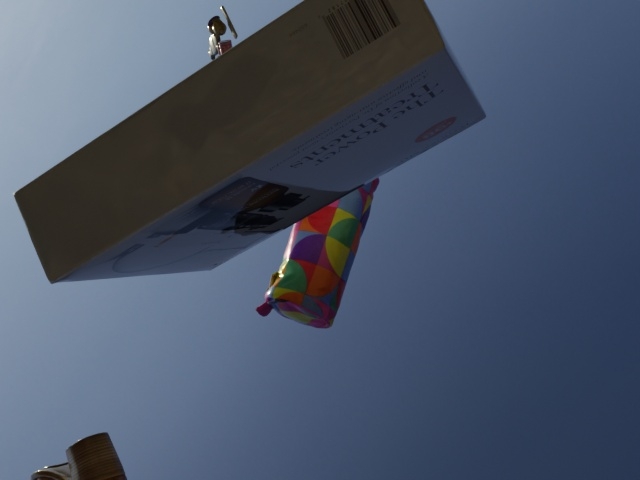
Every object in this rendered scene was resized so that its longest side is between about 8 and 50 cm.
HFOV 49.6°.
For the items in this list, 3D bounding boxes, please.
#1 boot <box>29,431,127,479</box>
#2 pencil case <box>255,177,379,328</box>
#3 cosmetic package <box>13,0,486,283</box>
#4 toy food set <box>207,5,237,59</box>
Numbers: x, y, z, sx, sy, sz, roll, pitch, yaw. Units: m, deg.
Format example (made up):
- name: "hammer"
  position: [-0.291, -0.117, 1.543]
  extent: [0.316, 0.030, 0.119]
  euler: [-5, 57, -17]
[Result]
- name: "boot"
  position: [-0.273, 0.325, 0.798]
  extent: [0.073, 0.197, 0.152]
  euler: [-6, -116, -39]
- name: "pencil case"
  position: [0.000, 0.000, 0.923]
  extent: [0.104, 0.104, 0.236]
  euler: [12, -111, 27]
- name: "cosmetic package"
  position: [-0.043, -0.085, 0.663]
  extent: [0.377, 0.284, 0.097]
  euler: [-28, -97, 17]
- name: "toy food set"
  position: [-0.153, -0.292, 1.046]
  extent: [0.019, 0.122, 0.078]
  euler: [-20, -105, -22]
